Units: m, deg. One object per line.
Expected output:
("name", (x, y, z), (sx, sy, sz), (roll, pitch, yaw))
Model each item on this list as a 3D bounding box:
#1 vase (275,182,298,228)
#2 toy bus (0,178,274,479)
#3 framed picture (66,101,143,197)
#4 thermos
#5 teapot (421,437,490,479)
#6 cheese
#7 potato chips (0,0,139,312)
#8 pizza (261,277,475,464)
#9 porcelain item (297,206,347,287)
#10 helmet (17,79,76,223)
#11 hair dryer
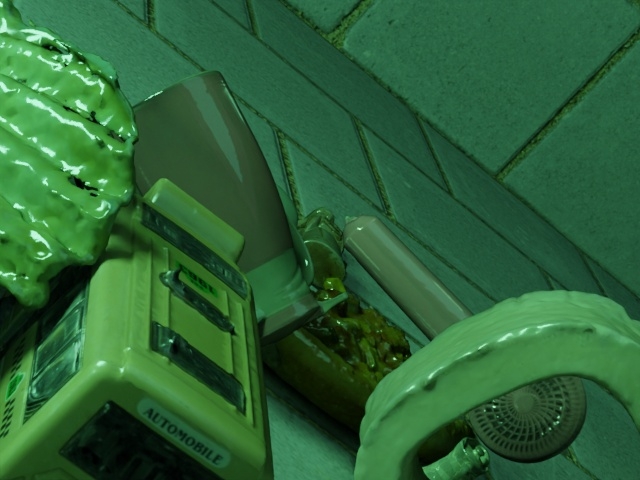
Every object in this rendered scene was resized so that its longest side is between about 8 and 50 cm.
("vase", (-0.150, -0.048, 1.865), (0.248, 0.128, 0.128), (28, 18, -19))
("toy bus", (-0.141, 0.105, 1.248), (0.177, 0.202, 0.365), (37, 14, -18))
("framed picture", (-0.152, 0.023, 1.559), (0.232, 0.024, 0.315), (-110, 177, -62))
("thermos", (-0.092, -0.023, 1.744), (0.265, 0.146, 0.176), (59, 32, 3))
("teapot", (0.139, 0.248, 1.850), (0.057, 0.083, 0.067), (47, 11, -1))
("cheese", (0.203, 0.216, 1.684), (0.153, 0.332, 0.292), (-61, 130, -76))
("potato chips", (-0.338, -0.078, 1.246), (0.373, 0.097, 0.389), (-15, 39, -31))
("pizza", (0.059, 0.162, 1.901), (0.268, 0.087, 0.258), (45, 16, 1))
("porcelain item", (0.000, 0.000, 2.274), (0.084, 0.054, 0.213), (42, 13, -11))
("helmet", (-0.258, -0.072, 1.627), (0.153, 0.107, 0.177), (56, 10, -60))
("hair dryer", (0.151, 0.098, 1.944), (0.352, 0.125, 0.210), (48, 0, 9))
